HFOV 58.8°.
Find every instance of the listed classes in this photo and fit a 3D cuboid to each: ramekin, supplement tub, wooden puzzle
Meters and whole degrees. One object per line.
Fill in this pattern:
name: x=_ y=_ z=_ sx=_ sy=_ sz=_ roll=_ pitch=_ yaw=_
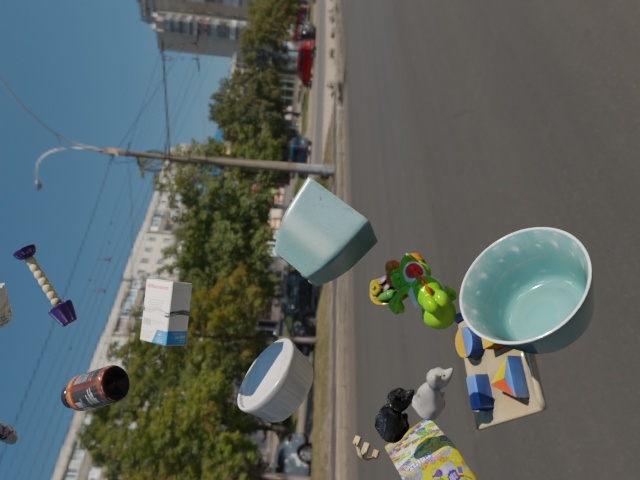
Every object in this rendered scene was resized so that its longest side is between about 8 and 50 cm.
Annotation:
ramekin: x=-0.139 y=0.466 z=1.861 sx=0.273 sy=0.127 sz=0.273 roll=-43 pitch=20 yaw=20
supplement tub: x=-0.642 y=0.421 z=1.604 sx=0.106 sy=0.198 sz=0.106 roll=41 pitch=-142 yaw=-44
wooden puzzle: x=0.473 y=0.338 z=1.581 sx=0.348 sy=0.081 sz=0.322 roll=118 pitch=151 yaw=-59

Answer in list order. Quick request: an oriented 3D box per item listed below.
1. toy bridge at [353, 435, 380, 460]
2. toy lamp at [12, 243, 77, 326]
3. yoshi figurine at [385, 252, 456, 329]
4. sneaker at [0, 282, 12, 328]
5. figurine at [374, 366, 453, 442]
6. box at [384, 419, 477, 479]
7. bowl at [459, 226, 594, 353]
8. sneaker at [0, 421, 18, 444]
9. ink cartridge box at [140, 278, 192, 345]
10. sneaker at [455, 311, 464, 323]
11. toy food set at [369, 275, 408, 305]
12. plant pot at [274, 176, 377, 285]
toy bridge: x=0.175 y=0.829 z=2.239 sx=0.188 sy=0.026 sz=0.063 roll=48 pitch=-122 yaw=-42
toy lamp: x=-0.858 y=0.144 z=1.786 sx=0.274 sy=0.080 sz=0.080 roll=60 pitch=176 yaw=-1
yoshi figurine: x=0.346 y=0.184 z=1.917 sx=0.203 sy=0.203 sz=0.362 roll=-64 pitch=17 yaw=13
sneaker: x=-0.732 y=0.154 z=1.277 sx=0.235 sy=0.090 sz=0.094 roll=1 pitch=117 yaw=63
figurine: x=0.258 y=0.431 z=1.533 sx=0.092 sy=0.215 sz=0.209 roll=52 pitch=153 yaw=34
box: x=0.360 y=0.725 z=1.683 sx=0.290 sy=0.177 sz=0.279 roll=57 pitch=176 yaw=-1
bowl: x=0.502 y=0.140 z=1.328 sx=0.163 sy=0.312 sz=0.311 roll=43 pitch=-151 yaw=-31
sneaker: x=-0.654 y=0.386 z=1.131 sx=0.098 sy=0.038 sz=0.069 roll=49 pitch=-176 yaw=-16
ink cartridge box: x=-0.473 y=0.218 z=1.740 sx=0.082 sy=0.140 sz=0.190 roll=12 pitch=-97 yaw=-49
sneaker: x=0.561 y=0.267 z=1.879 sx=0.081 sy=0.232 sz=0.090 roll=43 pitch=-141 yaw=-72
toy food set: x=0.276 y=0.166 z=2.154 sx=0.071 sy=0.218 sz=0.128 roll=51 pitch=-149 yaw=-43
plant pot: x=0.000 y=0.000 z=1.807 sx=0.252 sy=0.247 sz=0.248 roll=-51 pitch=-19 yaw=-5
